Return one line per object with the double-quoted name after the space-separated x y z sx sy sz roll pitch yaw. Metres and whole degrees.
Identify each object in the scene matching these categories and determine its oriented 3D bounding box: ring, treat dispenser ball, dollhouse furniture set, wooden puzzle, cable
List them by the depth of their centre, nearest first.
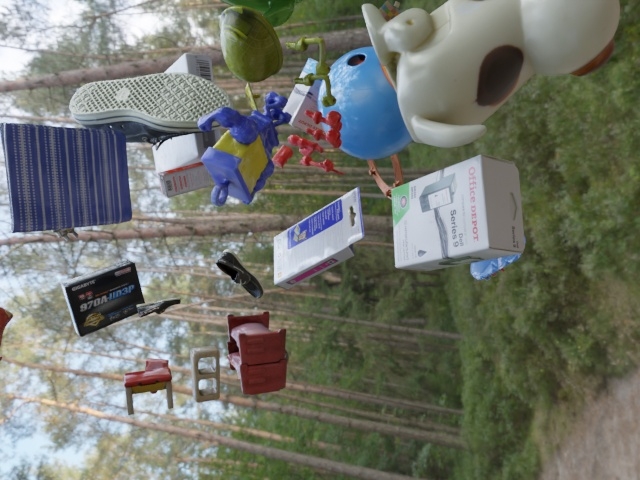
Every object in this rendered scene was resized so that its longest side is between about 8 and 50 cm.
0.139 -0.467 1.088 0.083 0.049 0.006 -45 11 0 "wooden puzzle"
-0.281 0.284 1.261 0.201 0.374 0.152 -165 73 -68 "dollhouse furniture set"
0.135 -0.358 1.362 0.288 0.288 0.288 6 -90 -70 "treat dispenser ball"
-0.853 -0.118 1.572 0.072 0.287 0.139 -43 -1 0 "cable"
0.240 -0.312 2.068 0.336 0.032 0.336 159 90 -80 "ring"

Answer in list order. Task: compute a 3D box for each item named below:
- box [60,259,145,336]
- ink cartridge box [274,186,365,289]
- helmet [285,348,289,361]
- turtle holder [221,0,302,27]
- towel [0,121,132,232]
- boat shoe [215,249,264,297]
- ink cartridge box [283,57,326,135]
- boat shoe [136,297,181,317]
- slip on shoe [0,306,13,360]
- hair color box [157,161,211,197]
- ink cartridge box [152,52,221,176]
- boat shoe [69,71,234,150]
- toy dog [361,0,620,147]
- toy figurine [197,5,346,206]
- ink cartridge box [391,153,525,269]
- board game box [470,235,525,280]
-0.679 0.179 1.632 0.220 0.051 0.175 -23 -64 -38 "box"
0.000 0.000 1.542 0.069 0.371 0.175 24 -131 -37 "ink cartridge box"
-0.218 0.484 2.025 0.161 0.169 0.169 -44 -42 -41 "helmet"
-0.079 -0.507 0.814 0.243 0.320 0.227 106 146 -48 "turtle holder"
-0.594 -0.151 1.243 0.336 0.040 0.243 -14 -79 -63 "towel"
-0.312 0.144 1.998 0.233 0.084 0.079 49 -142 -14 "boat shoe"
-0.010 -0.414 1.522 0.140 0.082 0.190 15 -68 -42 "ink cartridge box"
-0.466 0.193 1.499 0.049 0.133 0.042 53 -156 -82 "boat shoe"
-0.955 0.342 1.453 0.101 0.123 0.331 22 -111 -39 "slip on shoe"
-0.395 -0.178 1.507 0.141 0.043 0.072 -22 -62 -36 "hair color box"
-0.450 -0.385 1.670 0.091 0.385 0.308 -8 -89 -35 "ink cartridge box"
-0.463 -0.358 1.463 0.156 0.500 0.186 62 -144 -59 "boat shoe"
0.319 -0.371 0.951 0.284 0.408 0.395 57 -162 -32 "toy dog"
-0.100 -0.147 0.821 0.217 0.191 0.362 -57 -17 -17 "toy figurine"
0.307 -0.054 1.199 0.122 0.289 0.211 7 -105 -33 "ink cartridge box"
0.476 0.045 1.366 0.033 0.169 0.133 42 -146 -17 "board game box"
